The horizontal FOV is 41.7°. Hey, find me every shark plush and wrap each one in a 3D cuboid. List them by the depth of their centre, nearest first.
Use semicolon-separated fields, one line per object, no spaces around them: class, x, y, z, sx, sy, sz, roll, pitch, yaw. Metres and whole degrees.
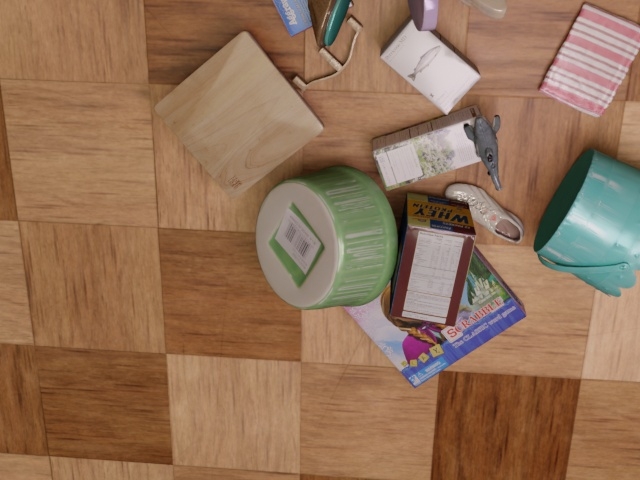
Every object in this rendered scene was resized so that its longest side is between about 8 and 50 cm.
shark plush;0.325;-0.174;1.666;0.073;0.067;0.161;-5;111;5

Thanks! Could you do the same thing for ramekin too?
ramekin;0.000;0.000;1.741;0.303;0.148;0.303;11;105;46

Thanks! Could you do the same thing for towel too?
towel;0.547;-0.361;1.693;0.144;0.029;0.197;23;111;-4

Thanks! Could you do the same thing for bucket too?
bucket;0.567;-0.039;1.698;0.183;0.281;0.281;28;113;3

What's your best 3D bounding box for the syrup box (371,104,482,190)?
syrup box;0.232;-0.194;1.754;0.237;0.096;0.093;-18;111;10

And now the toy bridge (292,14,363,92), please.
toy bridge;0.022;-0.374;1.737;0.063;0.026;0.188;41;111;-13

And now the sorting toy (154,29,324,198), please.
sorting toy;-0.165;-0.267;1.766;0.257;0.089;0.255;-35;105;18

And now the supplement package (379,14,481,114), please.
supplement package;0.219;-0.356;1.682;0.179;0.105;0.105;38;112;-10

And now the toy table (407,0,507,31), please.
toy table;0.244;-0.520;1.553;0.161;0.252;0.274;-5;80;-3

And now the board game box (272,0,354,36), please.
board game box;-0.059;-0.563;1.665;0.145;0.027;0.281;-24;109;12

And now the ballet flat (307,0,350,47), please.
ballet flat;0.033;-0.545;1.604;0.124;0.116;0.342;26;102;6

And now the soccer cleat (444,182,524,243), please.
soccer cleat;0.357;-0.060;1.808;0.196;0.076;0.068;30;112;-7

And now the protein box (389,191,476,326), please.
protein box;0.225;0.035;1.723;0.136;0.200;0.201;10;112;2

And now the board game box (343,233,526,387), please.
board game box;0.242;0.132;1.905;0.318;0.066;0.318;-37;104;18
